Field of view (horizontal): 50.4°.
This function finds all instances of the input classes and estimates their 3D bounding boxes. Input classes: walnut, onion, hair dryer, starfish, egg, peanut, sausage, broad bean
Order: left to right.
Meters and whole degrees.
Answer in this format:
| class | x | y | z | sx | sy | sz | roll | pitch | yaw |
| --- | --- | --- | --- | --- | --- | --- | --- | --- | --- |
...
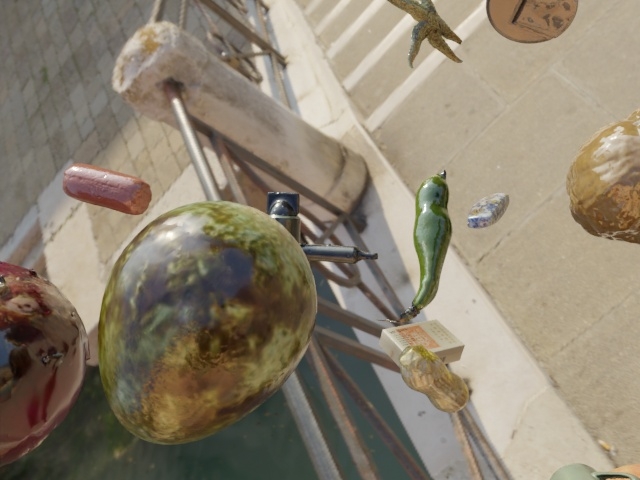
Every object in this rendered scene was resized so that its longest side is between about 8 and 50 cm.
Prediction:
| class | x | y | z | sx | sy | sz | roll | pitch | yaw |
| --- | --- | --- | --- | --- | --- | --- | --- | --- | --- |
| onion | -0.536 | 0.228 | 1.055 | 0.347 | 0.348 | 0.385 | 54 | 142 | 42 |
| sausage | -0.345 | -0.084 | 1.094 | 0.154 | 0.062 | 0.062 | 15 | 80 | 18 |
| egg | -0.135 | 0.093 | 0.781 | 0.238 | 0.238 | 0.289 | 19 | 72 | 45 |
| hair dryer | 0.000 | 0.000 | 1.406 | 0.249 | 0.078 | 0.195 | 4 | 94 | 19 |
| broad bean | 0.191 | 0.005 | 1.254 | 0.098 | 0.056 | 0.317 | 10 | 67 | 28 |
| starfish | 0.211 | -0.432 | 1.366 | 0.050 | 0.224 | 0.216 | -10 | 60 | 61 |
| peanut | 0.229 | 0.283 | 1.380 | 0.087 | 0.207 | 0.087 | -30 | 35 | 24 |
| walnut | 0.694 | -0.133 | 1.467 | 0.307 | 0.344 | 0.305 | -4 | 73 | 13 |

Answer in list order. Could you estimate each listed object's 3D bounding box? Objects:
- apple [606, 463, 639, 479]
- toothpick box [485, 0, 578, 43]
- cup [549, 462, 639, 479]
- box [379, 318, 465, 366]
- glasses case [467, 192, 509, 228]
| class | x | y | z | sx | sy | sz | roll | pitch | yaw |
| --- | --- | --- | --- | --- | --- | --- | --- | --- | --- |
| apple | 0.665 | 0.668 | 1.380 | 0.392 | 0.391 | 0.346 | -21 | 35 | 33 |
| toothpick box | 0.277 | -0.348 | 0.870 | 0.111 | 0.111 | 0.180 | -13 | 44 | 37 |
| cup | 0.223 | 0.216 | 0.551 | 0.083 | 0.055 | 0.074 | -101 | 11 | -73 |
| box | 0.286 | 0.296 | 1.922 | 0.141 | 0.201 | 0.058 | 46 | 134 | 48 |
| glasses case | 0.510 | -0.092 | 2.067 | 0.087 | 0.248 | 0.065 | -6 | 107 | 30 |
